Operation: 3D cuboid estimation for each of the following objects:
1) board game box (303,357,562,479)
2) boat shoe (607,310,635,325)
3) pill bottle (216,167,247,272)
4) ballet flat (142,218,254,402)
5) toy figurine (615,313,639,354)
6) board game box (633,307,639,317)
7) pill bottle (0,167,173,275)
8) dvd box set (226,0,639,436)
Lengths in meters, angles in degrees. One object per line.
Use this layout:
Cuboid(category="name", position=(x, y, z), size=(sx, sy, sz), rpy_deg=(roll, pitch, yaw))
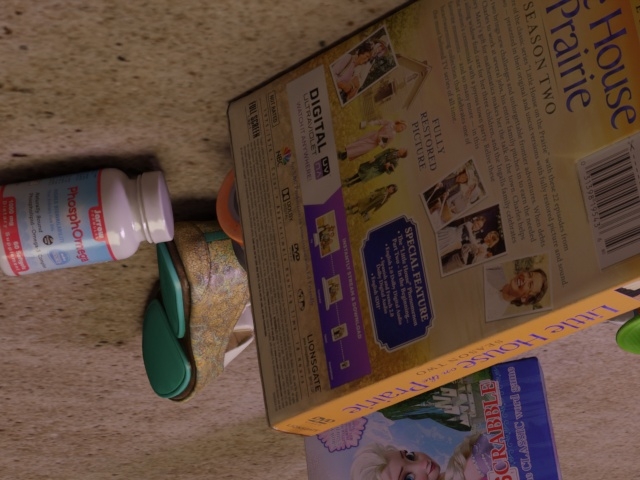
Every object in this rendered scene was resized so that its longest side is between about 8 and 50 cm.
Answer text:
Cuboid(category="board game box", position=(0.147, 0.329, 2.127), size=(0.318, 0.319, 0.066), rpy_deg=(-13, 152, 10))
Cuboid(category="boat shoe", position=(0.428, 0.031, 1.848), size=(0.267, 0.096, 0.088), rpy_deg=(-29, 143, 22))
Cuboid(category="pill bottle", position=(0.000, 0.000, 1.624), size=(0.130, 0.130, 0.245), rpy_deg=(-19, 151, 24))
Cuboid(category="ballet flat", position=(-0.118, 0.076, 1.782), size=(0.123, 0.123, 0.348), rpy_deg=(-2, 154, -10))
Cuboid(category="toy figurine", position=(0.375, 0.153, 1.597), size=(0.173, 0.159, 0.130), rpy_deg=(3, 154, -20))
Cuboid(category="board game box", position=(0.457, 0.017, 1.620), size=(0.301, 0.086, 0.308), rpy_deg=(-8, 155, 4))
Cuboid(category="pill bottle", position=(-0.221, -0.020, 1.573), size=(0.160, 0.087, 0.087), rpy_deg=(-9, 154, 4))
Cuboid(category="dvd box set", position=(0.110, -0.052, 1.344), size=(0.420, 0.308, 0.062), rpy_deg=(-26, 151, 33))
